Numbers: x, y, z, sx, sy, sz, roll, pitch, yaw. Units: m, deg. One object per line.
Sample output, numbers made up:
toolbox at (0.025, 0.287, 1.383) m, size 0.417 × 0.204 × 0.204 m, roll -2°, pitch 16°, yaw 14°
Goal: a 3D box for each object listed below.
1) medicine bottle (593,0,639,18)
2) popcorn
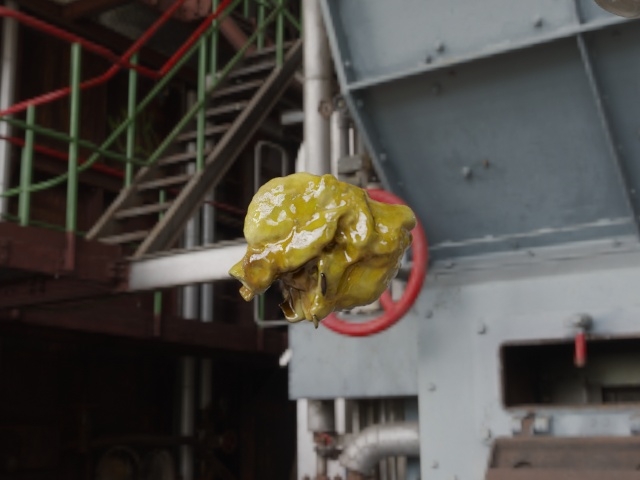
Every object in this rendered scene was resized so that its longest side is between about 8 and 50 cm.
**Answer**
medicine bottle at (0.512, -0.453, 1.489) m, size 0.105 × 0.168 × 0.105 m, roll 27°, pitch -3°, yaw 1°
popcorn at (-0.004, 0.000, 1.264) m, size 0.253 × 0.190 × 0.191 m, roll -25°, pitch 31°, yaw -20°
